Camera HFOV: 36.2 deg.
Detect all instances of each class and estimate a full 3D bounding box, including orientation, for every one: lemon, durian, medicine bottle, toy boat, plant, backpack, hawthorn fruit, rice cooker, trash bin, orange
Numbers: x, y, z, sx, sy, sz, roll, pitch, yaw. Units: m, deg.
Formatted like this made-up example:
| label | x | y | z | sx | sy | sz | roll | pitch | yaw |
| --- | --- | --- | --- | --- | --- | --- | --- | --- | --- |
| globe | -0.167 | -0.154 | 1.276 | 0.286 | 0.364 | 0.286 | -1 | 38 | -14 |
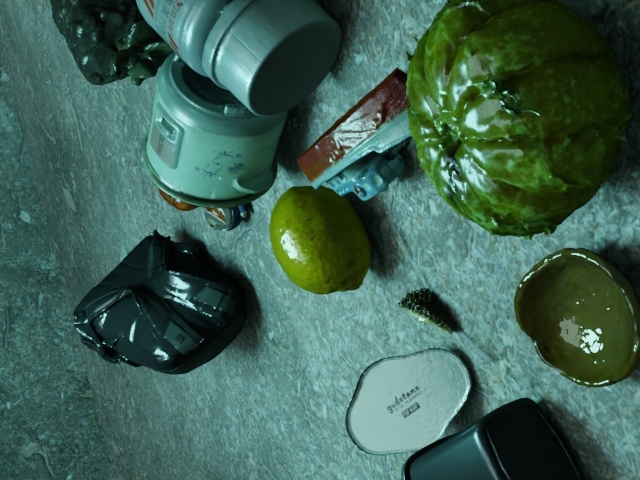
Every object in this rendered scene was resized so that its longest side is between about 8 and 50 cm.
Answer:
| label | x | y | z | sx | sy | sz | roll | pitch | yaw |
| --- | --- | --- | --- | --- | --- | --- | --- | --- | --- |
| lemon | 0.000 | 0.000 | 1.717 | 0.207 | 0.170 | 0.170 | 64 | 152 | 13 |
| durian | 0.168 | 0.120 | 1.623 | 0.130 | 0.052 | 0.066 | 27 | 133 | 52 |
| medicine bottle | -0.135 | -0.379 | 1.631 | 0.306 | 0.245 | 0.245 | 46 | 145 | 21 |
| toy boat | 0.092 | -0.152 | 1.500 | 0.133 | 0.145 | 0.332 | 46 | 154 | -5 |
| plant | -0.437 | -0.445 | 2.150 | 0.312 | 0.215 | 0.213 | 50 | 157 | 21 |
| backpack | -0.367 | 0.159 | 2.332 | 0.445 | 0.363 | 0.255 | 16 | 146 | 43 |
| hawthorn fruit | -0.312 | -0.125 | 2.251 | 0.128 | 0.128 | 0.128 | 39 | 140 | 44 |
| rice cooker | -0.198 | -0.209 | 1.837 | 0.316 | 0.264 | 0.317 | 29 | 134 | 35 |
| trash bin | 0.255 | 0.383 | 1.514 | 0.210 | 0.182 | 0.290 | 60 | 146 | 19 |
| orange | 0.235 | -0.146 | 1.156 | 0.300 | 0.223 | 0.301 | -125 | 26 | -46 |

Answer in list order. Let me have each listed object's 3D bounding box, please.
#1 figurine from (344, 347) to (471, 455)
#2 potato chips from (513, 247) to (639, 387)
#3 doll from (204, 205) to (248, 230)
| label | x | y | z | sx | sy | sz | roll | pitch | yaw |
| --- | --- | --- | --- | --- | --- | --- | --- | --- | --- |
| figurine | 0.171 | 0.267 | 1.699 | 0.250 | 0.141 | 0.167 | -29 | 81 | 26 |
| potato chips | 0.347 | 0.093 | 1.278 | 0.195 | 0.061 | 0.208 | 32 | 134 | 41 |
| doll | -0.204 | -0.081 | 2.124 | 0.114 | 0.085 | 0.152 | 36 | 130 | 18 |
